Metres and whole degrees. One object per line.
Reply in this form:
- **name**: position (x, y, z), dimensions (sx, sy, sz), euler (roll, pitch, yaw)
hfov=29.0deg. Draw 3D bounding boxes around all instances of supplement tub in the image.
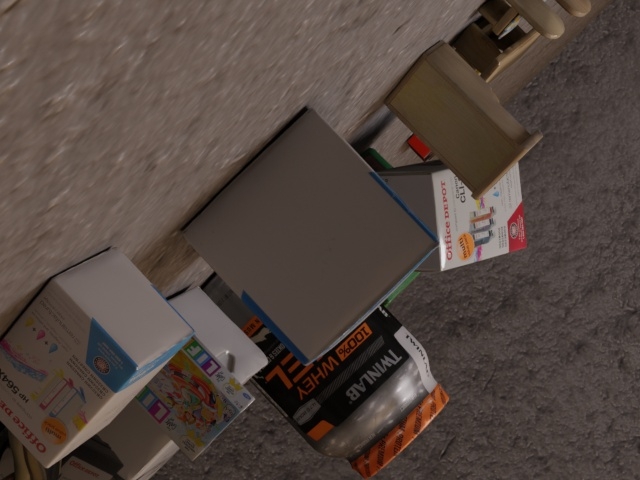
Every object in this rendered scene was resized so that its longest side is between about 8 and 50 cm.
- **supplement tub**: position (0.002, 0.139, 1.583), dimensions (0.193, 0.316, 0.193), euler (-44, 176, -4)

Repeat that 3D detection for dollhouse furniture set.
- **dollhouse furniture set**: position (0.219, -0.186, 1.500), dimensions (0.242, 0.161, 0.212), euler (-40, 174, -42)

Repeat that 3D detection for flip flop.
- **flip flop**: position (-0.284, 0.205, 1.153), dimensions (0.277, 0.080, 0.112), euler (106, -11, -56)

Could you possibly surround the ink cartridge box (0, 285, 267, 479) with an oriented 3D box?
- **ink cartridge box**: position (-0.229, 0.212, 1.382), dimensions (0.307, 0.129, 0.223), euler (-45, 175, 17)

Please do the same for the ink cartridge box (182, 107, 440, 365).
- **ink cartridge box**: position (0.000, 0.000, 1.205), dimensions (0.168, 0.171, 0.233), euler (-44, 175, 3)

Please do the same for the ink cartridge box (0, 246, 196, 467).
- **ink cartridge box**: position (-0.184, 0.093, 0.927), dimensions (0.143, 0.092, 0.090), euler (-47, 174, 26)

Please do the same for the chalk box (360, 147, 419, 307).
- **chalk box**: position (0.054, 0.010, 1.733), dimensions (0.180, 0.179, 0.289), euler (-42, 175, -34)

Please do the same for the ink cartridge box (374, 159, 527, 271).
- **ink cartridge box**: position (0.157, -0.036, 1.589), dimensions (0.176, 0.128, 0.127), euler (-14, -170, -42)

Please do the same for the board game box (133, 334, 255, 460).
- **board game box**: position (-0.145, 0.126, 1.184), dimensions (0.026, 0.154, 0.103), euler (-40, 173, -48)

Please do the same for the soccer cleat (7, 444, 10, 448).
- **soccer cleat**: position (-0.307, 0.199, 1.246), dimensions (0.035, 0.029, 0.083), euler (-30, 165, -36)

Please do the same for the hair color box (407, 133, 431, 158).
- **hair color box**: position (0.189, -0.174, 2.114), dimensions (0.072, 0.043, 0.141), euler (-45, 176, 5)
